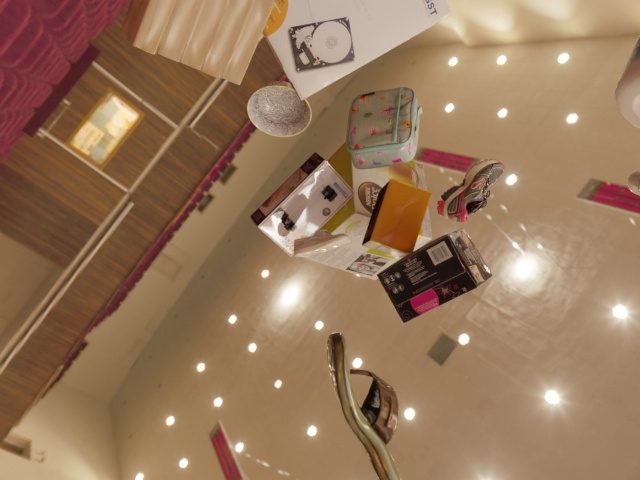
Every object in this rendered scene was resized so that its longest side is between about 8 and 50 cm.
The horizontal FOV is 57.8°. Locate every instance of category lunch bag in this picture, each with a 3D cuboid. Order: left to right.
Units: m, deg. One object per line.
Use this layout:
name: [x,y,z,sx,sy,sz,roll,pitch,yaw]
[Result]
lunch bag: [0.201,-0.358,1.804,0.224,0.108,0.279,-6,-127,21]

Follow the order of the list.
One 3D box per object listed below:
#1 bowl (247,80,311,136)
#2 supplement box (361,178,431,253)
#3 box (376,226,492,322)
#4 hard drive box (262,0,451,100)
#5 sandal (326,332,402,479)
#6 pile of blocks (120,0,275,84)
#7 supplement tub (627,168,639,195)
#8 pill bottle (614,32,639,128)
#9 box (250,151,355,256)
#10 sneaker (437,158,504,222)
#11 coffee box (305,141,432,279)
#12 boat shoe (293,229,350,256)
bowl: [-0.104,-0.363,1.531,0.170,0.170,0.080,-28,-138,37]
supplement box: [0.225,-0.061,1.753,0.194,0.129,0.191,127,-18,-83]
box: [0.312,0.093,1.598,0.247,0.163,0.142,-33,172,32]
hard drive box: [0.026,-0.328,0.773,0.232,0.181,0.089,-30,-154,4]
sandal: [0.086,0.271,0.902,0.086,0.302,0.120,-26,-169,-3]
pile of blocks: [-0.108,-0.322,0.479,0.112,0.149,0.362,44,-42,46]
supplement tub: [0.824,-0.142,1.457,0.071,0.071,0.107,-42,-179,17]
pill bottle: [0.532,-0.288,0.817,0.146,0.146,0.264,5,-118,58]
box: [-0.054,-0.109,1.801,0.290,0.169,0.087,-43,-146,1]
sneaker: [0.541,-0.165,2.013,0.299,0.120,0.112,-42,-133,-18]
coffee box: [0.157,-0.109,2.114,0.338,0.334,0.337,-41,-140,46]
boat shoe: [0.000,0.000,1.691,0.184,0.066,0.063,-18,-107,35]
